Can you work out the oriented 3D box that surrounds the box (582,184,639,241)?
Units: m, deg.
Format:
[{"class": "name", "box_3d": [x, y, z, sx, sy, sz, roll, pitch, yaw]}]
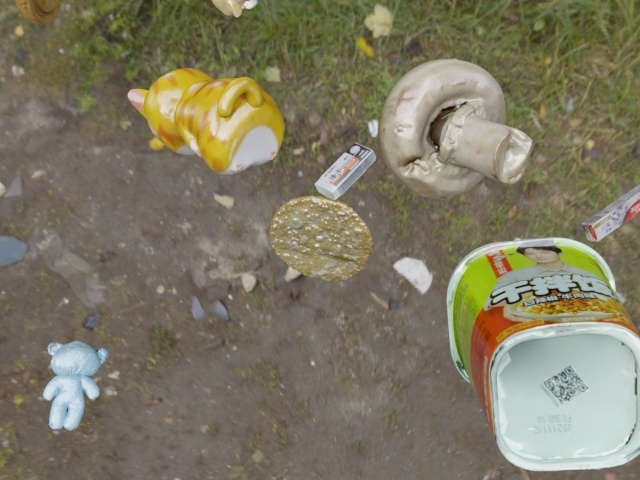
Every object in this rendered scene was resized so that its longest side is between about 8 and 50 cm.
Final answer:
[{"class": "box", "box_3d": [0.779, -0.073, 1.867, 0.218, 0.039, 0.055, -30, 107, -17]}]

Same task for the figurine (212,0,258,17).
[{"class": "figurine", "box_3d": [-0.185, -0.617, 1.759, 0.196, 0.114, 0.108, 10, 37, 37]}]

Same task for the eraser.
[{"class": "eraser", "box_3d": [0.048, -0.133, 1.365, 0.052, 0.029, 0.122, 30, 70, 38]}]

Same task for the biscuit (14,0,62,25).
[{"class": "biscuit", "box_3d": [-0.330, -0.330, 0.853, 0.029, 0.220, 0.141, 10, 99, -10]}]

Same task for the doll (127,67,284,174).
[{"class": "doll", "box_3d": [-0.188, -0.207, 1.219, 0.270, 0.162, 0.167, 15, 25, 38]}]

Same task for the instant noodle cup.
[{"class": "instant noodle cup", "box_3d": [0.326, 0.159, 1.027, 0.294, 0.308, 0.293, 1, 105, 5]}]

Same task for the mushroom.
[{"class": "mushroom", "box_3d": [0.271, -0.210, 1.423, 0.292, 0.292, 0.290, -35, 31, -11]}]

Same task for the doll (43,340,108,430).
[{"class": "doll", "box_3d": [-0.502, 0.292, 1.445, 0.120, 0.075, 0.179, 11, 71, -20]}]

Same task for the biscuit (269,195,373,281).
[{"class": "biscuit", "box_3d": [0.000, -0.001, 1.428, 0.220, 0.219, 0.033, 14, 42, 8]}]

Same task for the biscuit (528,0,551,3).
[{"class": "biscuit", "box_3d": [0.435, -0.687, 1.466, 0.074, 0.359, 0.381, -1, 70, 33]}]
